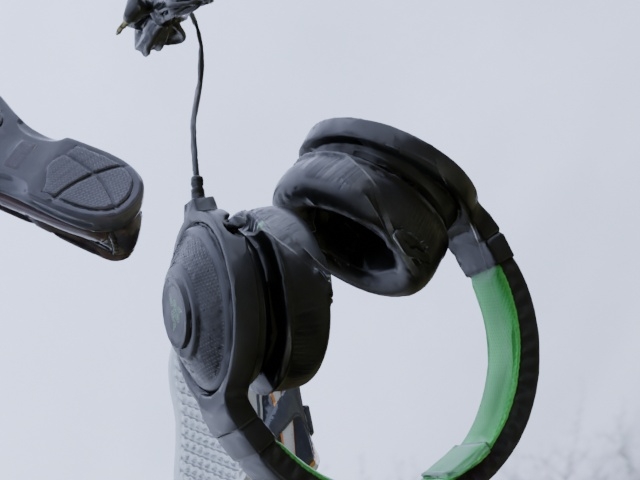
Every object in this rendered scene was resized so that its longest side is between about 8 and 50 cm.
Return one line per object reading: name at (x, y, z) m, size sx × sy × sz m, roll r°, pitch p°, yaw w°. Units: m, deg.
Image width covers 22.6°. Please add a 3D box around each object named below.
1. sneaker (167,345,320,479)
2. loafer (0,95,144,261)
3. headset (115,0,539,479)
sneaker at (-0.077, 0.171, 1.609) m, size 0.126 × 0.321 × 0.127 m, roll -22°, pitch -49°, yaw 23°
loafer at (-0.301, -0.066, 1.515) m, size 0.109 × 0.302 × 0.095 m, roll -52°, pitch -21°, yaw -35°
headset at (0.000, 0.000, 1.055) m, size 0.243 × 0.394 × 0.185 m, roll -36°, pitch 2°, yaw -26°
